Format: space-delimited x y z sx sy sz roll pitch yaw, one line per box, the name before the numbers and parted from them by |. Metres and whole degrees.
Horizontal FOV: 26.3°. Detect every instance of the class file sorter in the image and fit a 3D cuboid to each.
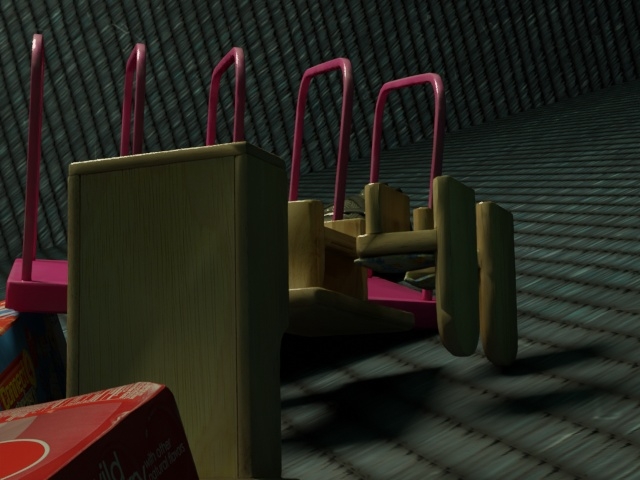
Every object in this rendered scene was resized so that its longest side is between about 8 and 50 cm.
file sorter | -0.071 -0.043 0.986 0.290 0.182 0.202 3 2 -11

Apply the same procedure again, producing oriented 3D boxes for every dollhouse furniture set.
dollhouse furniture set | -0.026 0.056 0.729 0.212 0.161 0.242 -5 -11 24

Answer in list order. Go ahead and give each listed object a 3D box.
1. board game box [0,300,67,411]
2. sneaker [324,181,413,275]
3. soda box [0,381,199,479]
board game box | -0.335 0.131 0.904 0.308 0.086 0.302 -15 6 -2
sneaker | 0.000 0.000 1.280 0.130 0.087 0.227 -18 9 -37
soda box | -0.110 0.123 0.395 0.083 0.092 0.263 -14 7 16
